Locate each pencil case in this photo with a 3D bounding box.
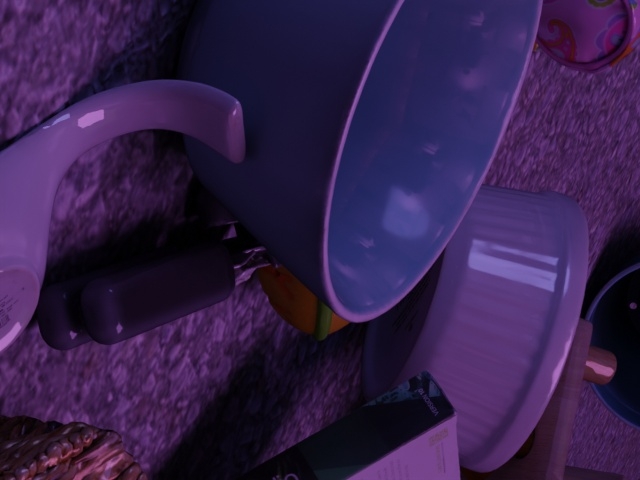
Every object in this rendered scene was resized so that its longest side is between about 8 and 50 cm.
[{"bbox_3d":[0.303,-0.269,1.810,0.284,0.124,0.124,-43,152,-44],"label":"pencil case"}]

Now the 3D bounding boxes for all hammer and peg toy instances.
[{"bbox_3d":[0.151,0.199,1.987,0.361,0.127,0.266,-6,-111,63],"label":"hammer and peg toy"}]

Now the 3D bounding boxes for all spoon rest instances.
[{"bbox_3d":[-0.171,-0.012,1.130,0.276,0.084,0.137,-37,149,-26],"label":"spoon rest"}]

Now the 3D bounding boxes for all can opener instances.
[{"bbox_3d":[-0.104,0.011,1.337,0.280,0.074,0.093,-30,107,-59],"label":"can opener"}]

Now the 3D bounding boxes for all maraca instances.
[{"bbox_3d":[0.000,0.000,1.495,0.185,0.099,0.127,95,-11,-51],"label":"maraca"}]

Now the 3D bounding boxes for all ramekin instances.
[{"bbox_3d":[0.134,0.069,1.752,0.273,0.127,0.273,-162,-90,-78],"label":"ramekin"}]

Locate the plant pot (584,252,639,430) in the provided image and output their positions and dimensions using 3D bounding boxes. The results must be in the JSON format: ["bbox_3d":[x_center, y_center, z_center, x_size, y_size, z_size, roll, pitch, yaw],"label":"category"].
[{"bbox_3d":[0.530,0.120,2.766,0.255,0.272,0.271,-49,160,-70],"label":"plant pot"}]

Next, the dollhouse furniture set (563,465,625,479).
[{"bbox_3d":[0.210,0.434,2.221,0.394,0.256,0.362,-10,107,-74],"label":"dollhouse furniture set"}]

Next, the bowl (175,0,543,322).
[{"bbox_3d":[0.015,-0.117,1.294,0.311,0.163,0.311,-51,155,-34],"label":"bowl"}]

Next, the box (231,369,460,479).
[{"bbox_3d":[-0.025,0.257,1.634,0.322,0.058,0.232,-30,151,-12],"label":"box"}]

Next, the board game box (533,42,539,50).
[{"bbox_3d":[0.249,-0.302,1.849,0.124,0.039,0.259,-40,153,-46],"label":"board game box"}]

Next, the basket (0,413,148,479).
[{"bbox_3d":[-0.254,0.252,1.206,0.299,0.223,0.213,-51,124,-31],"label":"basket"}]
